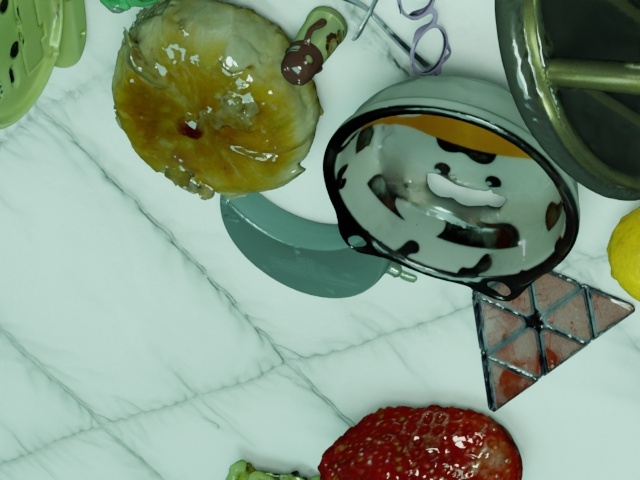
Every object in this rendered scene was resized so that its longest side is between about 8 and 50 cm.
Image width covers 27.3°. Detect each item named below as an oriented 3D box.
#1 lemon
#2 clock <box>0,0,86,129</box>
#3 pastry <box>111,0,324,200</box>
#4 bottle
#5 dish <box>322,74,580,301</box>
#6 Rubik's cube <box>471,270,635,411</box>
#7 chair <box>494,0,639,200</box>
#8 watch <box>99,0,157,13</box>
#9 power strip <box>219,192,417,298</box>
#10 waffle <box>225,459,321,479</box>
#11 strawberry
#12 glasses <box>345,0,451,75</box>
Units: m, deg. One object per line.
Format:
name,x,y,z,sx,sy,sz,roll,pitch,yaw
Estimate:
lemon,0.368,0.008,1.360,0.155,0.114,0.114,-24,117,32
clock,-0.368,-0.219,1.420,0.096,0.308,0.235,20,140,14
pastry,-0.120,-0.154,1.481,0.257,0.120,0.236,36,140,-8
bottle,-0.009,-0.199,1.382,0.047,0.101,0.063,-1,132,31
dish,0.148,-0.078,1.386,0.303,0.120,0.303,16,145,11
Rubik's cube,0.225,0.139,1.572,0.211,0.190,0.178,27,157,12
chair,0.369,-0.181,0.943,0.365,0.361,0.410,20,167,-40
watch,-0.201,-0.335,1.366,0.152,0.131,0.165,44,146,12
power strip,0.000,0.000,1.622,0.253,0.054,0.167,14,140,20
waffle,-0.022,0.473,2.109,0.317,0.073,0.297,16,138,17
strawberry,0.136,0.348,1.799,0.261,0.258,0.261,45,164,17
glasses,0.073,-0.236,1.354,0.104,0.062,0.140,26,146,41
